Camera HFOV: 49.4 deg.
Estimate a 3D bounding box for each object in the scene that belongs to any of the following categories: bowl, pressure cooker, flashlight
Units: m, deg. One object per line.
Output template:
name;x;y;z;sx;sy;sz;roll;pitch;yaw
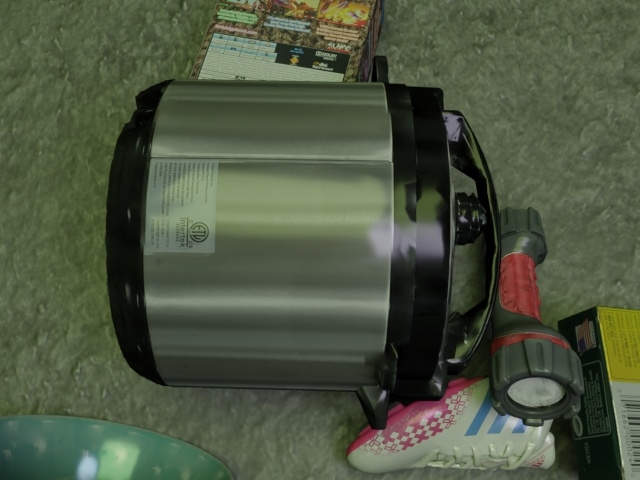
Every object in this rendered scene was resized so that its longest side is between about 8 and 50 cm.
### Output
bowl;-0.265;0.318;0.778;0.312;0.311;0.163;13;86;9
pressure cooker;0.000;0.000;0.817;0.421;0.369;0.375;0;31;1
flashlight;0.251;0.074;0.850;0.103;0.103;0.304;-2;40;13

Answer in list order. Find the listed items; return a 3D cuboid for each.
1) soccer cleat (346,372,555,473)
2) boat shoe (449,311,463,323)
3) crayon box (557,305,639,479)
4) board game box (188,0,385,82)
soccer cleat;0.199;0.234;0.855;0.331;0.116;0.143;-24;66;-6
boat shoe;0.141;0.136;0.939;0.125;0.046;0.038;-44;77;-4
crayon box;0.451;0.196;0.836;0.319;0.081;0.202;7;67;-17
board game box;-0.041;-0.289;1.064;0.232;0.141;0.290;12;70;8
